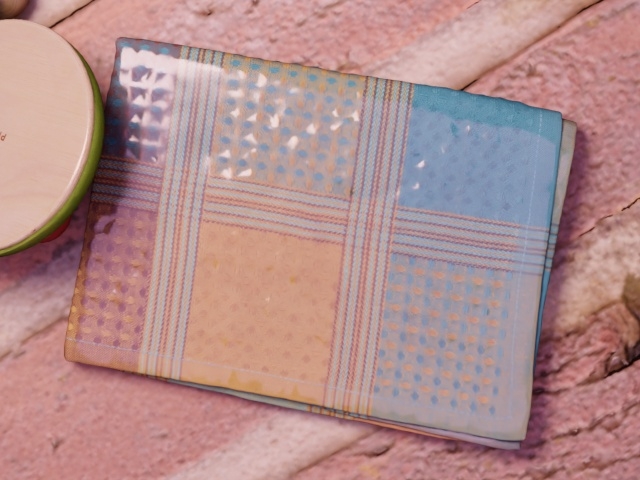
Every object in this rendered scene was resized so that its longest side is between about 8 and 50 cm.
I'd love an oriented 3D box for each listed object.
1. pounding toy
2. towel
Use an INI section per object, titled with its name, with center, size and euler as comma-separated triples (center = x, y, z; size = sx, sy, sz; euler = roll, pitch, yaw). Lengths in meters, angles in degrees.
[pounding toy]
center = -0.236, -0.086, 1.377
size = 0.183, 0.110, 0.237
euler = -40, 62, 13
[towel]
center = 0.000, 0.000, 1.397
size = 0.370, 0.040, 0.271
euler = 10, 91, 2
